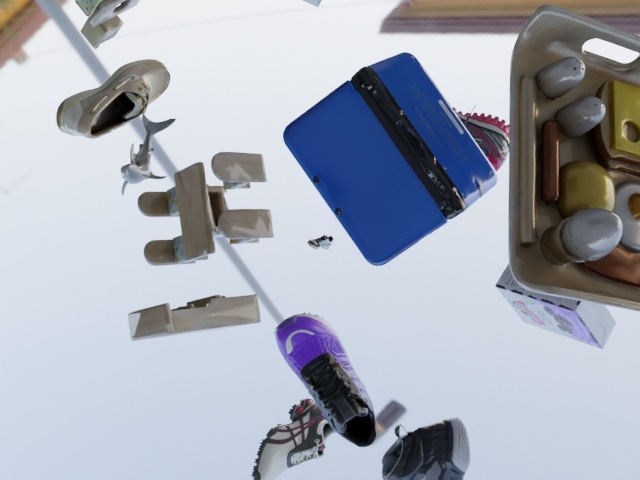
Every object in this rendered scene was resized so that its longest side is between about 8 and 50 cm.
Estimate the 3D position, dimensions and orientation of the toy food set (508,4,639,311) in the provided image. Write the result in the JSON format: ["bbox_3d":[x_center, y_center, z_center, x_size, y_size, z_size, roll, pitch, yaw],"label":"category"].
[{"bbox_3d":[0.310,-0.074,0.734,0.092,0.220,0.306,150,-51,-65],"label":"toy food set"}]

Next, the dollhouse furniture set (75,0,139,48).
[{"bbox_3d":[-0.380,-0.397,1.081,0.101,0.182,0.161,-45,-169,-37],"label":"dollhouse furniture set"}]

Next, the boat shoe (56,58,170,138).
[{"bbox_3d":[-0.410,-0.294,1.513,0.098,0.109,0.302,22,-140,23],"label":"boat shoe"}]

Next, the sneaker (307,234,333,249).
[{"bbox_3d":[0.000,0.000,1.786,0.032,0.083,0.037,49,-63,26],"label":"sneaker"}]

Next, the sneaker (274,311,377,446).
[{"bbox_3d":[0.026,0.259,1.283,0.102,0.293,0.146,-33,-153,2],"label":"sneaker"}]

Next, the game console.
[{"bbox_3d":[0.127,-0.148,1.256,0.173,0.293,0.250,-35,179,43],"label":"game console"}]

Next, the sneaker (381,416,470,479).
[{"bbox_3d":[0.188,0.454,1.311,0.153,0.268,0.101,1,-174,-4],"label":"sneaker"}]

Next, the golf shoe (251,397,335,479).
[{"bbox_3d":[-0.057,0.479,1.683,0.120,0.105,0.273,18,-142,27],"label":"golf shoe"}]

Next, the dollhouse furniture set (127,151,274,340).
[{"bbox_3d":[-0.315,0.019,1.684,0.362,0.257,0.394,-16,-100,47],"label":"dollhouse furniture set"}]

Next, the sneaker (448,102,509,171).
[{"bbox_3d":[0.271,-0.238,1.588,0.299,0.121,0.112,16,-118,10],"label":"sneaker"}]

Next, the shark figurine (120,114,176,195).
[{"bbox_3d":[-0.481,-0.221,2.022,0.116,0.166,0.278,15,-137,-5],"label":"shark figurine"}]

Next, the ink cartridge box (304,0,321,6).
[{"bbox_3d":[-0.098,-0.619,1.584,0.078,0.231,0.134,-54,-144,34],"label":"ink cartridge box"}]

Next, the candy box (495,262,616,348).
[{"bbox_3d":[0.490,0.134,1.502,0.196,0.165,0.070,18,-110,49],"label":"candy box"}]
